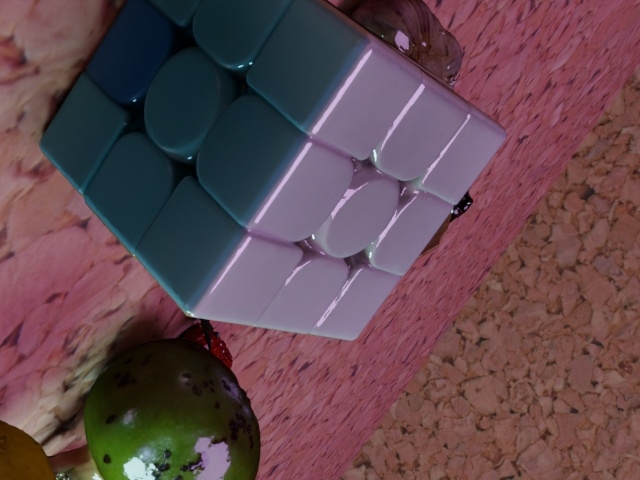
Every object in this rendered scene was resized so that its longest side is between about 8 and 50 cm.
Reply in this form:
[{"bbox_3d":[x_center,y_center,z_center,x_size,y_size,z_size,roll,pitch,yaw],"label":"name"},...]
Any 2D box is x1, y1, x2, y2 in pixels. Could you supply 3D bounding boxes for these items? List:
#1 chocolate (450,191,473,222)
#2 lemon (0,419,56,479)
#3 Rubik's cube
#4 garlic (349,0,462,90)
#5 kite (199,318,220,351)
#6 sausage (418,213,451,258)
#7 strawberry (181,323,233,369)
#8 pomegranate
[{"bbox_3d":[0.210,-0.106,1.775,0.206,0.177,0.224,-16,142,-59],"label":"chocolate"},{"bbox_3d":[-0.411,0.315,1.125,0.204,0.204,0.260,-42,140,-23],"label":"lemon"},{"bbox_3d":[-0.046,-0.103,0.966,0.290,0.291,0.291,-54,148,13],"label":"Rubik's cube"},{"bbox_3d":[0.089,-0.226,1.327,0.245,0.160,0.245,-22,120,-46],"label":"garlic"},{"bbox_3d":[-0.174,0.133,1.479,0.011,0.139,0.156,-11,-171,-17],"label":"kite"},{"bbox_3d":[0.036,-0.055,1.355,0.116,0.354,0.134,33,81,-35],"label":"sausage"},{"bbox_3d":[-0.191,0.208,1.601,0.121,0.082,0.188,-55,158,5],"label":"strawberry"},{"bbox_3d":[-0.243,0.297,1.376,0.323,0.291,0.291,-26,150,-32],"label":"pomegranate"}]
